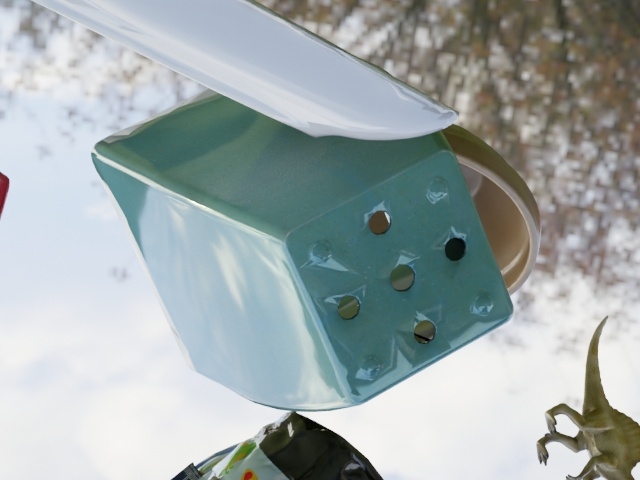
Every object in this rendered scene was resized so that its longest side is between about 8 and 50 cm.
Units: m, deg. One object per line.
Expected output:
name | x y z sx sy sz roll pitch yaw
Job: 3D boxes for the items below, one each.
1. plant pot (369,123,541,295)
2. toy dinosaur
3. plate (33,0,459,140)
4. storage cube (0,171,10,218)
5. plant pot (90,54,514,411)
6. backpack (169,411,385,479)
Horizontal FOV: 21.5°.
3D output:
plant pot | 0.108 -0.042 1.683 0.237 0.237 0.109 12 -132 8
toy dinosaur | 0.231 0.160 1.421 0.093 0.053 0.183 -8 -115 -19
plate | -0.098 -0.120 0.810 0.277 0.045 0.278 26 -177 -20
storage cube | -0.412 -0.010 1.445 0.215 0.183 0.193 7 166 19
plant pot | 0.000 0.000 0.971 0.165 0.165 0.234 -28 -160 -14
backpack | -0.086 0.350 1.522 0.355 0.290 0.273 -50 -145 -16
